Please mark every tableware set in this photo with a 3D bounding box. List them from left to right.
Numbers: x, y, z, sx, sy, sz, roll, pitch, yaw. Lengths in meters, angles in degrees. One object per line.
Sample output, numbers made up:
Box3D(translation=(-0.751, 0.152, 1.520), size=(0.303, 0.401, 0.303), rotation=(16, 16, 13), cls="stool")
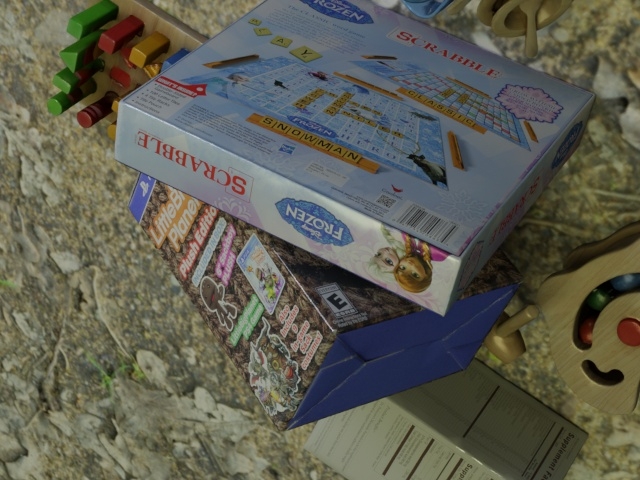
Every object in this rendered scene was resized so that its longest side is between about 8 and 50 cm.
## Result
Box3D(translation=(0.212, -0.224, 1.210), size=(0.194, 0.128, 0.039), rotation=(-39, 62, 42), cls="tableware set")

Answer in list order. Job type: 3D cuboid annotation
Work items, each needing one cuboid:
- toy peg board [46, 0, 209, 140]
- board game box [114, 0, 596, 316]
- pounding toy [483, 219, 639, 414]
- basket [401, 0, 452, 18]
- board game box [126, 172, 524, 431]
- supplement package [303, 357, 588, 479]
Box3D(translation=(-0.210, -0.169, 1.544), size=(0.161, 0.079, 0.161), rotation=(34, 131, 10), cls="toy peg board")
Box3D(translation=(0.039, -0.100, 1.271), size=(0.319, 0.318, 0.066), rotation=(26, 129, 17), cls="board game box")
Box3D(translation=(0.274, 0.088, 1.348), size=(0.269, 0.155, 0.154), rotation=(-29, 96, 41), cls="pounding toy")
Box3D(translation=(0.066, -0.327, 1.209), size=(0.255, 0.201, 0.289), rotation=(51, 166, -4), cls="basket")
Box3D(translation=(0.000, 0.000, 1.350), size=(0.291, 0.232, 0.141), rotation=(53, 137, 27), cls="board game box")
Box3D(translation=(0.132, 0.214, 1.528), size=(0.244, 0.139, 0.134), rotation=(34, 129, 10), cls="supplement package")
